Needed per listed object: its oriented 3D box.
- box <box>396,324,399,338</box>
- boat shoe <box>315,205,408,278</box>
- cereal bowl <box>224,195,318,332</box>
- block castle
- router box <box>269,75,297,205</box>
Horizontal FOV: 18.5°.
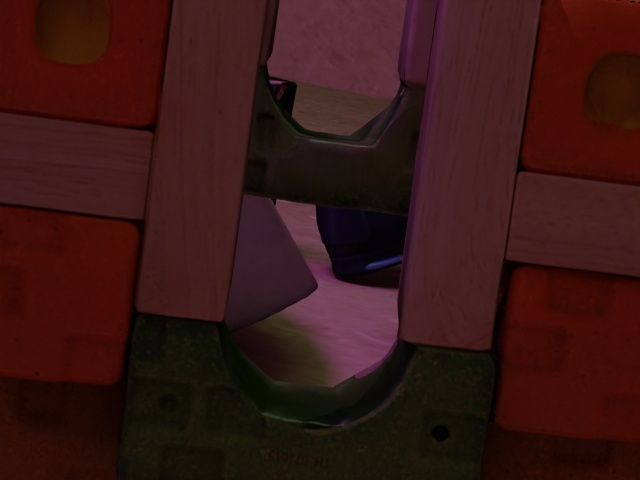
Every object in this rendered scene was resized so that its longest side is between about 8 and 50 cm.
[{"bbox_3d":[0.137,-0.050,1.076,0.143,0.270,0.165,13,8,2],"label":"box"},{"bbox_3d":[0.086,-0.012,1.407,0.258,0.089,0.109,-2,2,-40],"label":"boat shoe"},{"bbox_3d":[-0.142,-0.088,0.999,0.141,0.339,0.339,-31,13,-2],"label":"cereal bowl"},{"bbox_3d":[0.000,0.000,0.703,0.453,0.213,0.303,7,10,-1],"label":"block castle"},{"bbox_3d":[-0.074,-0.060,1.345,0.092,0.122,0.038,15,13,22],"label":"router box"}]
